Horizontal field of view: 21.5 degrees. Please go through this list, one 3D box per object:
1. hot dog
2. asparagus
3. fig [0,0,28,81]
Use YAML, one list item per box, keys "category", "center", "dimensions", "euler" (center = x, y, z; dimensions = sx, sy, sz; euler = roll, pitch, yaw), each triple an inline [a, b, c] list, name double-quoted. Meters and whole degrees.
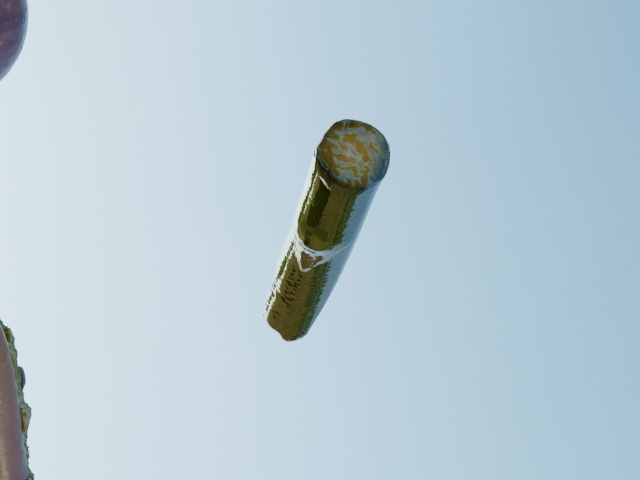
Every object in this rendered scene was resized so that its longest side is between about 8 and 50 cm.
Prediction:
- category: "hot dog"
  center: [-0.325, 0.191, 1.619]
  dimensions: [0.135, 0.100, 0.337]
  euler: [28, -56, 57]
- category: "asparagus"
  center: [0.000, 0.000, 0.931]
  dimensions: [0.041, 0.045, 0.178]
  euler: [9, -33, -8]
- category: "fig"
  center: [-0.305, -0.192, 1.404]
  dimensions: [0.175, 0.207, 0.175]
  euler: [3, -85, 34]
